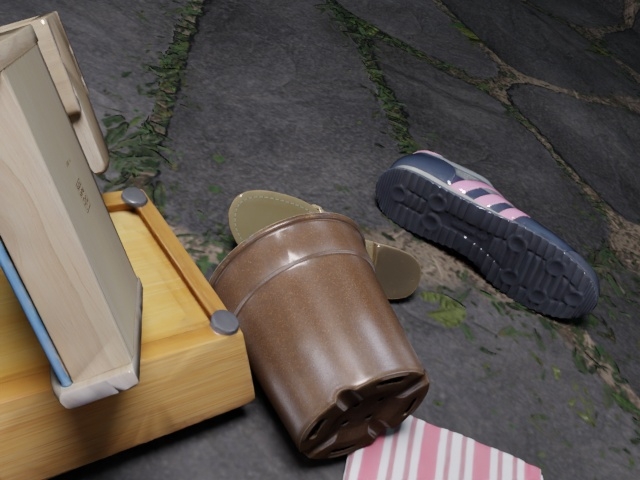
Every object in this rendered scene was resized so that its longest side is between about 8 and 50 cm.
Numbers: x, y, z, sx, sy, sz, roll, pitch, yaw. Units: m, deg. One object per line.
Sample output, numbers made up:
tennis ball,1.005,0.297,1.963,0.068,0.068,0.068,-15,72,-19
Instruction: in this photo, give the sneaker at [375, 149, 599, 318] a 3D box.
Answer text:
sneaker,0.235,-0.025,0.966,0.319,0.112,0.131,36,41,11

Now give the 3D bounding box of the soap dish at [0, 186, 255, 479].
soap dish,-0.220,0.069,0.582,0.290,0.118,0.229,-12,50,-40

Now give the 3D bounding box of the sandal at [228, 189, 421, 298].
sandal,-0.003,0.006,0.842,0.240,0.088,0.079,20,5,-18

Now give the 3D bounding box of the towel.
towel,0.112,0.235,0.653,0.197,0.029,0.144,22,36,0

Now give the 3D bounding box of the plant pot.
plant pot,0.002,0.090,0.647,0.166,0.167,0.165,-4,46,-33

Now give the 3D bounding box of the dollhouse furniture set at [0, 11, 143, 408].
dollhouse furniture set,-0.295,0.002,0.468,0.303,0.198,0.286,-18,24,-5
